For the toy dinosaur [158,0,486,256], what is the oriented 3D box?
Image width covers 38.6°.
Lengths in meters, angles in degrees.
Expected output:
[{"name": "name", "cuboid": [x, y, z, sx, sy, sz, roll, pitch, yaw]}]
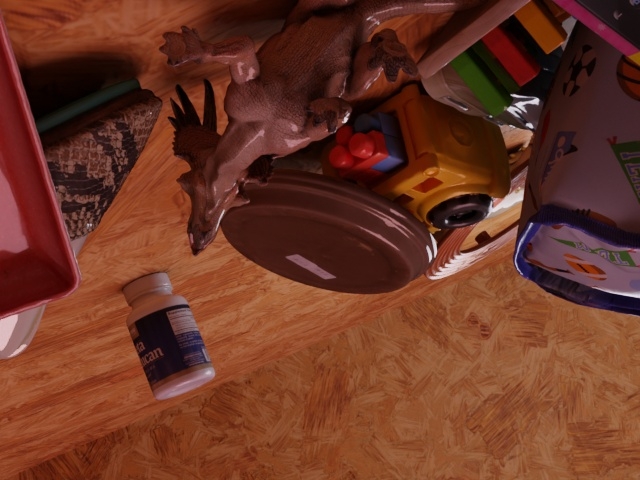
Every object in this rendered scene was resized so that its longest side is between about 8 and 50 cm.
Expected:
[{"name": "toy dinosaur", "cuboid": [-0.020, -0.130, 0.735, 0.296, 0.127, 0.200, -38, -179, -11]}]

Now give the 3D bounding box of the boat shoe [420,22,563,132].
[{"name": "boat shoe", "cuboid": [0.204, -0.179, 1.011, 0.094, 0.109, 0.302, -2, 175, 30]}]

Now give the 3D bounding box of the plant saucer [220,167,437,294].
[{"name": "plant saucer", "cuboid": [0.000, 0.000, 1.095, 0.278, 0.041, 0.278, 13, 158, 5]}]

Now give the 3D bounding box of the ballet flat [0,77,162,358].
[{"name": "ballet flat", "cuboid": [-0.327, 0.032, 0.670, 0.483, 0.182, 0.164, -20, -171, -17]}]

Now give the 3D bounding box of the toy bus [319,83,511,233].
[{"name": "toy bus", "cuboid": [0.076, -0.082, 1.072, 0.211, 0.149, 0.220, 7, 152, -43]}]

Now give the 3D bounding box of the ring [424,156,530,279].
[{"name": "ring", "cuboid": [0.270, -0.061, 1.247, 0.336, 0.032, 0.336, -33, 162, -12]}]

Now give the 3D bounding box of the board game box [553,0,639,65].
[{"name": "board game box", "cuboid": [0.239, -0.195, 0.504, 0.097, 0.303, 0.224, -58, -174, -31]}]

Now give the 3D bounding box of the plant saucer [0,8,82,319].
[{"name": "plant saucer", "cuboid": [-0.294, -0.036, 0.523, 0.258, 0.048, 0.259, -20, 131, -18]}]

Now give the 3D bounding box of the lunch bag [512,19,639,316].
[{"name": "lunch bag", "cuboid": [0.337, -0.100, 0.925, 0.239, 0.328, 0.385, 21, 172, 7]}]

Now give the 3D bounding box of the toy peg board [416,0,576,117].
[{"name": "toy peg board", "cuboid": [0.182, -0.189, 0.763, 0.160, 0.079, 0.161, -33, -166, 38]}]

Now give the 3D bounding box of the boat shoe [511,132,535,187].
[{"name": "boat shoe", "cuboid": [0.338, -0.154, 1.343, 0.170, 0.063, 0.059, -47, 132, 2]}]

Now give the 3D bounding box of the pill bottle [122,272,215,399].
[{"name": "pill bottle", "cuboid": [-0.225, 0.136, 1.327, 0.094, 0.169, 0.094, -23, 167, -6]}]

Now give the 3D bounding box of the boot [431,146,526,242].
[{"name": "boot", "cuboid": [0.282, -0.097, 1.460, 0.203, 0.095, 0.262, -25, 162, -14]}]
